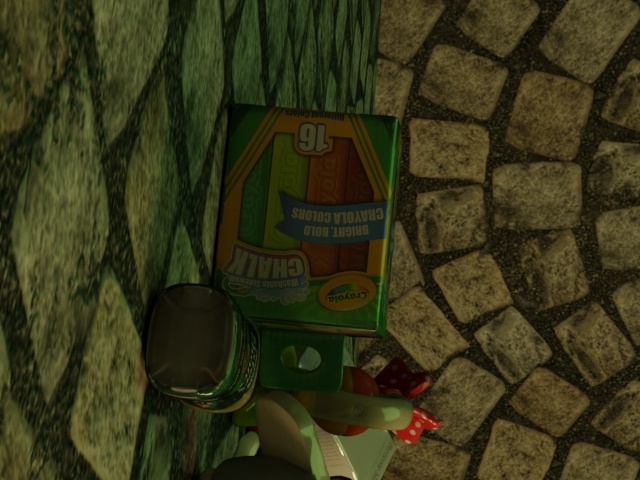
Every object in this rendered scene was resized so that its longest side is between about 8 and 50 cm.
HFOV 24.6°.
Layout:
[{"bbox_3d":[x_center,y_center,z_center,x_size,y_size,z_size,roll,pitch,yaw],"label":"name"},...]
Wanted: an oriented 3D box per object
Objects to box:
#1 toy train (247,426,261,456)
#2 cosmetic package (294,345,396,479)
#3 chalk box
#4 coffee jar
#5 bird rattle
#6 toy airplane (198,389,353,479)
[{"bbox_3d":[-0.080,0.238,1.865,0.036,0.027,0.158,33,63,-71],"label":"toy train"},{"bbox_3d":[0.005,0.219,1.877,0.231,0.085,0.117,62,35,-24],"label":"cosmetic package"},{"bbox_3d":[-0.012,0.016,1.570,0.179,0.180,0.289,54,40,-82],"label":"chalk box"},{"bbox_3d":[-0.099,0.099,1.284,0.184,0.079,0.096,69,27,-78],"label":"coffee jar"},{"bbox_3d":[0.026,0.190,1.688,0.207,0.253,0.143,-156,-93,-78],"label":"bird rattle"},{"bbox_3d":[-0.007,0.395,1.516,0.386,0.272,0.384,62,-25,26],"label":"toy airplane"}]
